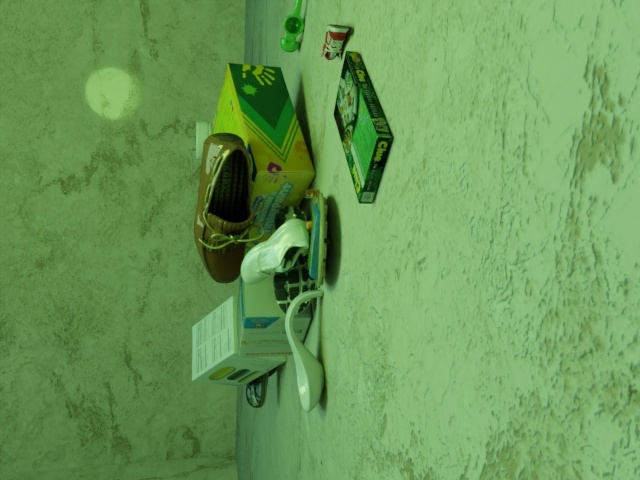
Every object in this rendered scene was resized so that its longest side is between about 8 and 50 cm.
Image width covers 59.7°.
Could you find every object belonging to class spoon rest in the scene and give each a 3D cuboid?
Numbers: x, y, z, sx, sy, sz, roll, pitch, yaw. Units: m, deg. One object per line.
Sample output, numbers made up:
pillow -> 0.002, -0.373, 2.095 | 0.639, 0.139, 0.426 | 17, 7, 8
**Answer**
spoon rest -> -0.038, 0.253, 1.279 | 0.137, 0.084, 0.276 | 168, 102, -77

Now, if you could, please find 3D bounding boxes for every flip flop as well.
flip flop -> -0.191, 0.442, 1.943 | 0.112, 0.080, 0.277 | 0, 81, 47

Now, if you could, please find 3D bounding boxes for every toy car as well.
toy car -> -0.028, -0.059, 1.328 | 0.060, 0.040, 0.122 | 51, -135, -78

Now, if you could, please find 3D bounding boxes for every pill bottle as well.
pill bottle -> -0.297, -0.349, 1.979 | 0.160, 0.283, 0.160 | 180, 90, -77

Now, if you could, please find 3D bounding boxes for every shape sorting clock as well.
shape sorting clock -> 0.000, 0.000, 1.204 | 0.206, 0.040, 0.206 | -174, 90, -85

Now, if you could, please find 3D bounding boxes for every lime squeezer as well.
lime squeezer -> -0.068, -0.590, 1.536 | 0.110, 0.058, 0.310 | -62, 0, -23

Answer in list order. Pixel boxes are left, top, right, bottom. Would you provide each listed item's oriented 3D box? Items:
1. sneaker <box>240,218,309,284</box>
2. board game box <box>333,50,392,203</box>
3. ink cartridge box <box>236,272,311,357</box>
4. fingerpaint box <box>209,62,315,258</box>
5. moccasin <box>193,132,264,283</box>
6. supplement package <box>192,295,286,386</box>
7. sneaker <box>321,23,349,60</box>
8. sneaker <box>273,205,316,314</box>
sneaker -> -0.105, 0.047, 1.279 | 0.212, 0.080, 0.094 | -44, 45, 25
board game box -> 0.065, -0.199, 0.953 | 0.136, 0.030, 0.260 | 106, 160, -44
ink cartridge box -> -0.132, 0.190, 1.493 | 0.233, 0.171, 0.168 | 108, 159, -52
fingerpaint box -> -0.193, -0.200, 1.574 | 0.445, 0.163, 0.371 | 121, 138, -52
moccasin -> -0.216, -0.060, 1.328 | 0.147, 0.139, 0.380 | 46, 130, 50
supplement package -> -0.275, 0.341, 1.846 | 0.262, 0.199, 0.198 | -37, 48, 38
sneaker -> 0.028, -0.384, 1.085 | 0.118, 0.042, 0.067 | -103, 21, -71
sneaker -> -0.057, 0.053, 1.400 | 0.118, 0.107, 0.279 | 68, -159, -73
